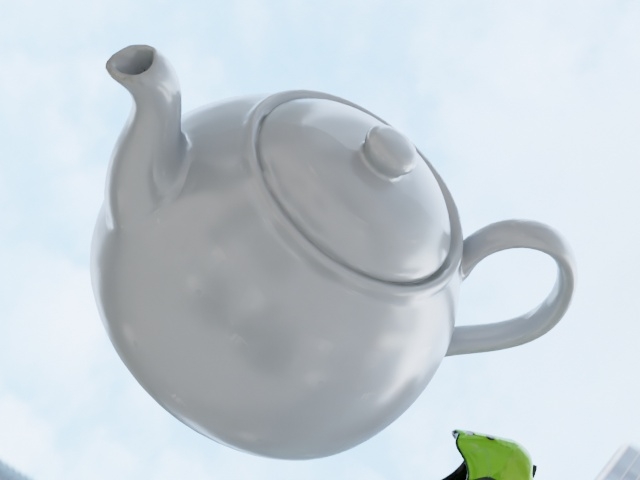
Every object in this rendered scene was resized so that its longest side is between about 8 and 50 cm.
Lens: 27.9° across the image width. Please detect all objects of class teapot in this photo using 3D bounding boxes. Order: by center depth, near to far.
[{"bbox_3d":[0.000,0.000,0.790,0.252,0.256,0.187,52,-52,10],"label":"teapot"}]

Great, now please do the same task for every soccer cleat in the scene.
[{"bbox_3d":[0.078,0.201,0.844,0.072,0.060,0.178,23,-75,-8],"label":"soccer cleat"}]
